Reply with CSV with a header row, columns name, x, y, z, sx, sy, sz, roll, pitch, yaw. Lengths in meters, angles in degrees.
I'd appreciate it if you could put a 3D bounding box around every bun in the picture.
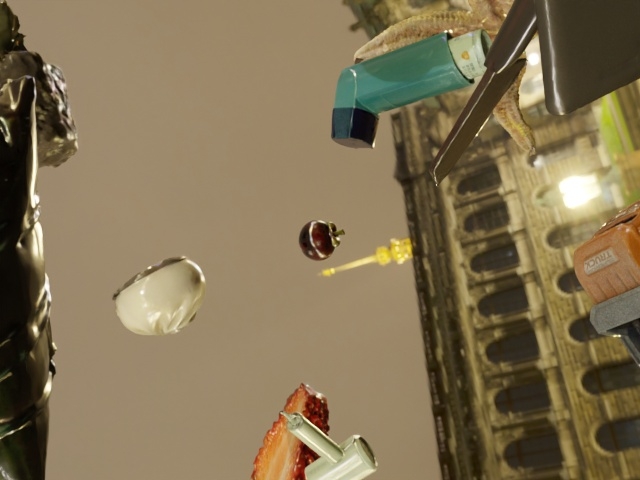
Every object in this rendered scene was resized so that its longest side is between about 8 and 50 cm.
name,x,y,z,sx,sy,sz,roll,pitch,yaw
bun,-0.284,0.113,1.313,0.120,0.172,0.173,57,-158,5

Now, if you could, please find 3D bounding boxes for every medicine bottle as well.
name,x,y,z,sx,sy,sz,roll,pitch,yaw
medicine bottle,0.128,-0.225,1.052,0.079,0.258,0.124,16,-116,-55

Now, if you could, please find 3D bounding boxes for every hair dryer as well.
name,x,y,z,sx,sy,sz,roll,pitch,yaw
hair dryer,-0.003,0.189,0.649,0.124,0.063,0.038,49,-171,-36

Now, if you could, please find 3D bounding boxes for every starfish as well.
name,x,y,z,sx,sy,sz,roll,pitch,yaw
starfish,0.276,-0.340,1.159,0.383,0.398,0.132,13,-124,-13

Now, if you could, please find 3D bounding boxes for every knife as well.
name,x,y,z,sx,sy,sz,roll,pitch,yaw
knife,0.148,-0.130,0.613,0.060,0.230,0.028,-20,-122,-41

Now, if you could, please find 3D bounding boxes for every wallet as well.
name,x,y,z,sx,sy,sz,roll,pitch,yaw
wallet,0.168,-0.204,0.417,0.025,0.124,0.244,47,160,57

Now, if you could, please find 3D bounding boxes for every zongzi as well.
name,x,y,z,sx,sy,sz,roll,pitch,yaw
zongzi,-0.431,0.054,0.665,0.362,0.319,0.384,-16,-54,-36

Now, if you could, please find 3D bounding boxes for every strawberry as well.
name,x,y,z,sx,sy,sz,roll,pitch,yaw
strawberry,-0.042,0.389,1.186,0.106,0.286,0.188,24,-177,-20

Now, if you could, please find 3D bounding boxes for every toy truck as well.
name,x,y,z,sx,sy,sz,roll,pitch,yaw
toy truck,0.280,0.062,0.548,0.092,0.083,0.192,-27,-99,-30

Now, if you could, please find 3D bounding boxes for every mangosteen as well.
name,x,y,z,sx,sy,sz,roll,pitch,yaw
mangosteen,-0.003,0.000,1.378,0.081,0.081,0.081,48,-148,-44

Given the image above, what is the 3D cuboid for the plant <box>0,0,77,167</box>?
name,x,y,z,sx,sy,sz,roll,pitch,yaw
plant,-0.598,-0.284,1.342,0.213,0.215,0.312,99,147,-83
